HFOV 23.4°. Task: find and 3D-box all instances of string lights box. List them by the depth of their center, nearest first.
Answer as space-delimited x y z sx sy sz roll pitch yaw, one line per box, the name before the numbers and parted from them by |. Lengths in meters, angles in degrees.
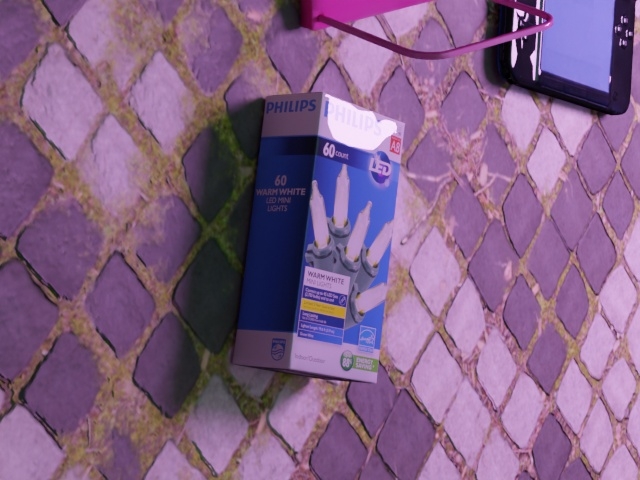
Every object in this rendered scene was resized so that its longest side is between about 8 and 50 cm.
string lights box | 0.000 0.000 1.481 0.133 0.077 0.259 14 80 -48

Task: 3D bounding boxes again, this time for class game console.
game console | 0.360 -0.294 1.835 0.293 0.173 0.250 8 85 -50

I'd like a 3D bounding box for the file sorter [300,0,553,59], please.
file sorter | 0.115 -0.336 1.445 0.202 0.182 0.290 -20 123 -35
